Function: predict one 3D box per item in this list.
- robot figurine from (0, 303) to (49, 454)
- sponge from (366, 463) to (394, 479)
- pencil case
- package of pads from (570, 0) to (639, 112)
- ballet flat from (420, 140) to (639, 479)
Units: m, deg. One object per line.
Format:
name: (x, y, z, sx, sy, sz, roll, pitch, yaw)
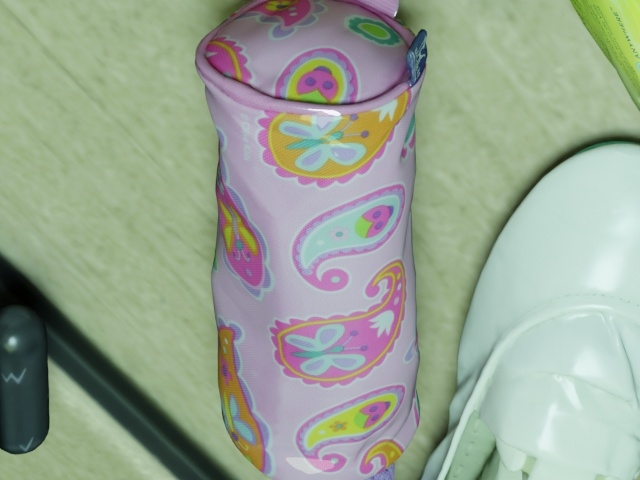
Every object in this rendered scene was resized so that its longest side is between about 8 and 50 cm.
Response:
robot figurine: (-0.282, 0.089, 1.115, 0.173, 0.209, 0.278, 33, 136, 26)
sponge: (-0.010, 0.223, 1.172, 0.117, 0.210, 0.031, -34, 120, 30)
pencil case: (0.000, 0.000, 1.049, 0.124, 0.124, 0.284, 3, 129, 5)
package of pads: (0.186, -0.156, 0.733, 0.229, 0.101, 0.296, -35, 120, 4)
ballet flat: (0.125, 0.128, 1.128, 0.139, 0.139, 0.400, 16, 129, -6)
